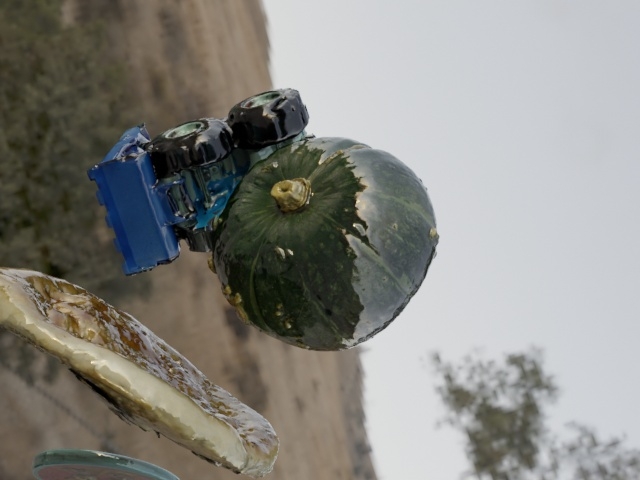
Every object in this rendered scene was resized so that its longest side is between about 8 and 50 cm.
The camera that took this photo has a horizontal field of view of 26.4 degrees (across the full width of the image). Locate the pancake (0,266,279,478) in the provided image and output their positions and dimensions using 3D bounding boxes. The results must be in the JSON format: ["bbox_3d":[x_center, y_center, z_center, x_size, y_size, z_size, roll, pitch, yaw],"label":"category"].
[{"bbox_3d":[-0.147,0.098,1.043,0.282,0.049,0.282,35,-1,0],"label":"pancake"}]

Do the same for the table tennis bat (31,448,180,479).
[{"bbox_3d":[-0.213,0.257,1.413,0.244,0.152,0.040,85,12,-65],"label":"table tennis bat"}]

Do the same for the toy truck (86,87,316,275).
[{"bbox_3d":[-0.105,-0.061,1.248,0.126,0.208,0.113,-138,-151,-66],"label":"toy truck"}]

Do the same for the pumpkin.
[{"bbox_3d":[0.001,0.000,1.110,0.146,0.190,0.190,39,9,-30],"label":"pumpkin"}]
